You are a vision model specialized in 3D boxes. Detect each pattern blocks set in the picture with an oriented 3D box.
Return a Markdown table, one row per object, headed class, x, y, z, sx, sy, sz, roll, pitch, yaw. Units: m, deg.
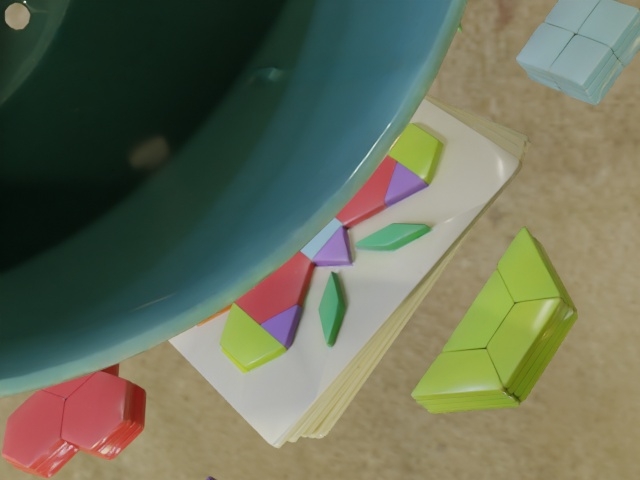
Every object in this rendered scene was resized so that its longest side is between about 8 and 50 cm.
| class | x | y | z | sx | sy | sz | roll | pitch | yaw |
| --- | --- | --- | --- | --- | --- | --- | --- | --- | --- |
| pattern blocks set | 0.000 | 0.000 | 0.743 | 0.026 | 0.285 | 0.325 | 43 | 72 | -43 |

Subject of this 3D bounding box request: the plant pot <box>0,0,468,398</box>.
| class | x | y | z | sx | sy | sz | roll | pitch | yaw |
| --- | --- | --- | --- | --- | --- | --- | --- | --- | --- |
| plant pot | -0.132 | -0.113 | 0.438 | 0.293 | 0.235 | 0.293 | -1 | 92 | -20 |
